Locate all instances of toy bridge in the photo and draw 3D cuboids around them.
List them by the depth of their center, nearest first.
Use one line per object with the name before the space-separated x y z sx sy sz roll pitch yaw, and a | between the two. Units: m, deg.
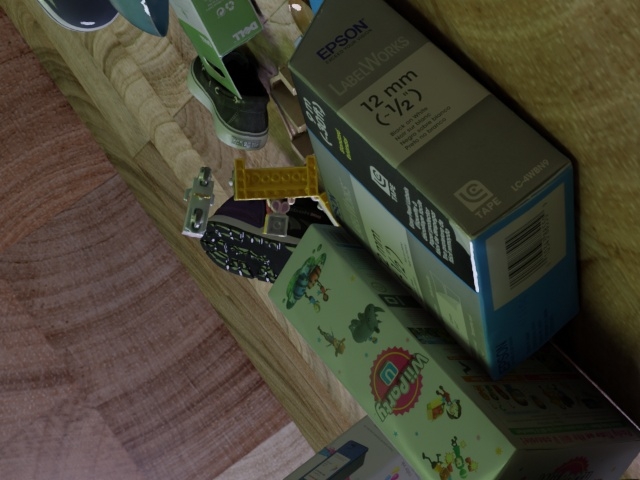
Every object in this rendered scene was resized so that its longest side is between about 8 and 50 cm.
toy bridge | -0.031 -0.150 1.816 0.063 0.026 0.188 53 169 21

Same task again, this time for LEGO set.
LEGO set | -0.015 -0.026 1.872 0.287 0.132 0.107 20 177 -9

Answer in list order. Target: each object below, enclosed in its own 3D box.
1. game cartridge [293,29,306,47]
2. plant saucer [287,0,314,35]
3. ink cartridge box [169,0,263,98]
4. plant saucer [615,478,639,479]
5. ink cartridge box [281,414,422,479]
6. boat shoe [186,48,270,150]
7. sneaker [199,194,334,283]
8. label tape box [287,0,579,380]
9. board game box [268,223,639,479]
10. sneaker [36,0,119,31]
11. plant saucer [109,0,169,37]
game cartridge | 0.004 -0.172 1.638 0.083 0.017 0.056 55 165 -3
plant saucer | -0.001 -0.204 1.565 0.083 0.015 0.083 51 168 15
ink cartridge box | -0.125 -0.266 1.763 0.109 0.062 0.209 39 161 57
plant saucer | 0.186 0.278 1.371 0.400 0.400 0.101 95 160 -73
ink cartridge box | 0.051 0.288 1.718 0.093 0.212 0.154 37 159 57
boat shoe | -0.103 -0.184 1.890 0.228 0.080 0.076 -111 31 -60
sneaker | 0.000 0.000 1.985 0.283 0.124 0.107 23 141 21
label tape box | 0.066 -0.074 1.404 0.347 0.115 0.249 43 165 29
board game box | 0.125 0.119 1.514 0.224 0.097 0.303 5 -146 -49
sneaker | -0.257 -0.368 1.674 0.127 0.126 0.321 27 130 62
plant saucer | -0.187 -0.339 1.476 0.317 0.043 0.318 -9 -90 -88
